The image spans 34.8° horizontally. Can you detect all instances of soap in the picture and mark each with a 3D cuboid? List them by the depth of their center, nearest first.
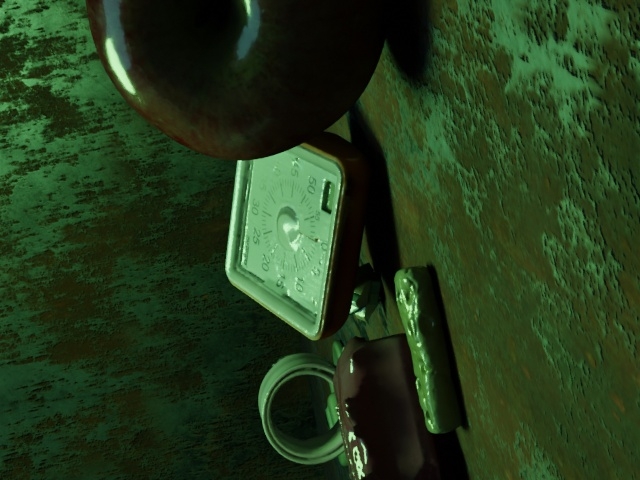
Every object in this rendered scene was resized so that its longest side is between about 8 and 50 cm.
[{"bbox_3d":[0.098,0.282,1.310,0.220,0.127,0.325,88,169,-57],"label":"soap"}]

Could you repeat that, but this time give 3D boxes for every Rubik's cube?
[{"bbox_3d":[0.060,0.081,1.567,0.084,0.073,0.075,-102,20,-53],"label":"Rubik's cube"}]

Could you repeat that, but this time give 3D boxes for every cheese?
[{"bbox_3d":[0.122,0.124,1.164,0.065,0.043,0.194,-168,67,-85],"label":"cheese"}]

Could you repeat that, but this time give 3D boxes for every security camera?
[{"bbox_3d":[0.044,0.355,2.264,0.301,0.080,0.157,-104,5,-46],"label":"security camera"}]

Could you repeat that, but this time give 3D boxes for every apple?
[{"bbox_3d":[-0.080,-0.266,1.056,0.269,0.344,0.345,-69,-26,-60],"label":"apple"}]

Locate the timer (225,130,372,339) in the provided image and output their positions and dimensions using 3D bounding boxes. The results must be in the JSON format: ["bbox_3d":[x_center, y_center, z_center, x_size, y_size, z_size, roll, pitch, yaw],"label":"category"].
[{"bbox_3d":[-0.015,-0.020,1.442,0.250,0.161,0.257,-136,51,-60],"label":"timer"}]

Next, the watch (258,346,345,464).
[{"bbox_3d":[-0.003,0.333,1.940,0.211,0.217,0.248,-134,33,-80],"label":"watch"}]
